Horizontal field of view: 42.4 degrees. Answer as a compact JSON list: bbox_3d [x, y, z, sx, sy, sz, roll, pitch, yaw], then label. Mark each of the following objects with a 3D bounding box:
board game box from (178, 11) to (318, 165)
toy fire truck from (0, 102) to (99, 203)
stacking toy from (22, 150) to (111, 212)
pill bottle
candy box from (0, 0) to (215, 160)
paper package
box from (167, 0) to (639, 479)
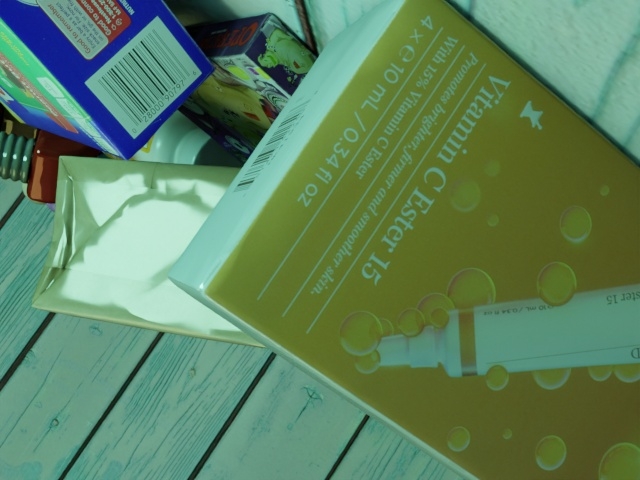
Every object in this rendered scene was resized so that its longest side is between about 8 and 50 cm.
[{"bbox_3d":[-0.061,-0.130,0.824,0.208,0.056,0.347,34,172,-29],"label":"board game box"},{"bbox_3d":[-0.370,-0.110,0.958,0.217,0.158,0.246,13,-139,-18],"label":"toy fire truck"},{"bbox_3d":[-0.254,-0.033,1.180,0.330,0.141,0.141,33,171,6],"label":"stacking toy"},{"bbox_3d":[-0.196,-0.130,1.078,0.208,0.117,0.117,27,169,38],"label":"pill bottle"},{"bbox_3d":[-0.274,-0.222,0.725,0.317,0.122,0.268,23,156,54],"label":"candy box"},{"bbox_3d":[-0.097,0.029,0.934,0.310,0.168,0.325,5,174,21],"label":"paper package"},{"bbox_3d":[0.106,0.037,0.552,0.345,0.215,0.168,35,171,-14],"label":"box"}]
